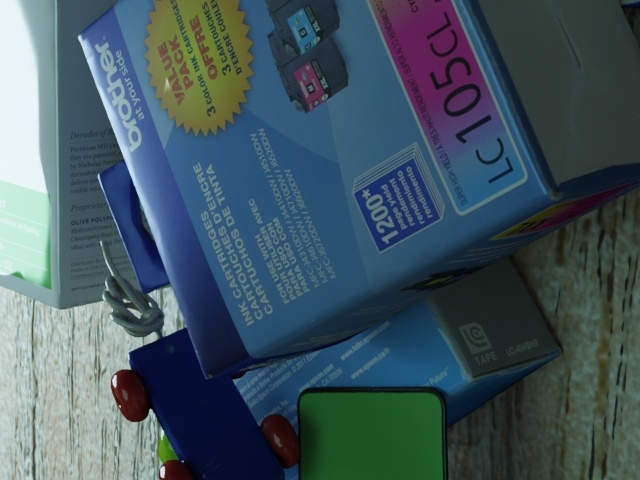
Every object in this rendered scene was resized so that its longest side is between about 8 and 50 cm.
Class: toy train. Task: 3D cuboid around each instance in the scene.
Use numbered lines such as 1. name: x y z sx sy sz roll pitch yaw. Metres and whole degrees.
1. toy train: -0.110 0.128 1.352 0.248 0.105 0.143 57 160 30

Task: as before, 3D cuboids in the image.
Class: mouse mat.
1. mouse mat: 0.037 0.200 1.236 0.153 0.007 0.189 -5 86 46

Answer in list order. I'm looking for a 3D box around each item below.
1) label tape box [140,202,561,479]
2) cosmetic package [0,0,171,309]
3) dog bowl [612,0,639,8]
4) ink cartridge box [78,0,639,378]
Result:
1. label tape box: 0.000 0.000 1.336 0.249 0.115 0.347 -42 68 44
2. cosmetic package: -0.222 -0.144 1.523 0.197 0.155 0.365 14 110 47
3. dog bowl: 0.209 -0.275 1.060 0.265 0.104 0.264 13 107 46
4. ink cartridge box: 0.006 -0.082 1.126 0.395 0.151 0.270 -31 77 46
